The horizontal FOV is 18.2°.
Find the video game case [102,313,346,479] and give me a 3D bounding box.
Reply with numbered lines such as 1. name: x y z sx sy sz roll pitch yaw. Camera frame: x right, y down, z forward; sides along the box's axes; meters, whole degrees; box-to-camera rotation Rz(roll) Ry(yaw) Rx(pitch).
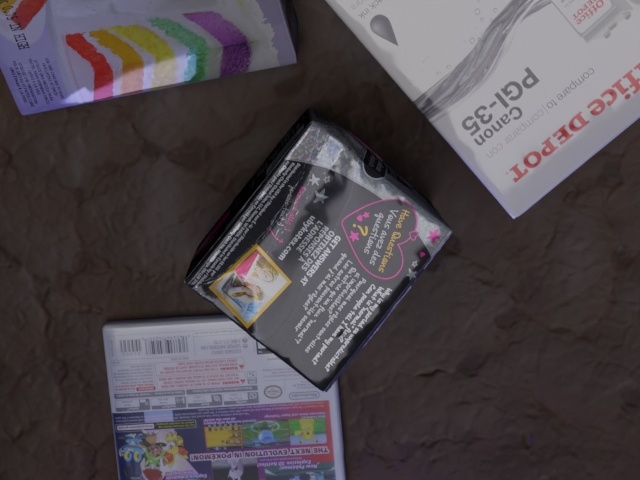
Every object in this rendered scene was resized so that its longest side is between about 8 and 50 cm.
1. video game case: -0.082 0.154 1.749 0.201 0.023 0.183 -4 103 5

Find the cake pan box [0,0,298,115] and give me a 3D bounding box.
1. cake pan box: -0.161 -0.235 1.582 0.246 0.070 0.267 -10 134 5

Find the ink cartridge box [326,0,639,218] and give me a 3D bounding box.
1. ink cartridge box: 0.145 -0.192 1.600 0.207 0.117 0.283 -40 97 12

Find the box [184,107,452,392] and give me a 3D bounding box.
1. box: 0.000 0.000 1.581 0.142 0.247 0.163 38 94 -5
